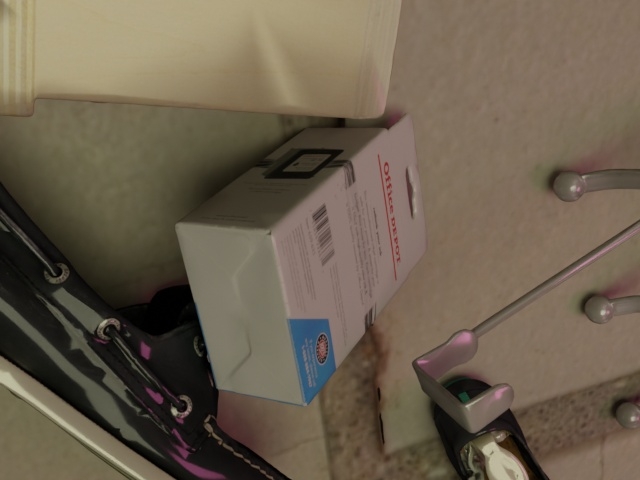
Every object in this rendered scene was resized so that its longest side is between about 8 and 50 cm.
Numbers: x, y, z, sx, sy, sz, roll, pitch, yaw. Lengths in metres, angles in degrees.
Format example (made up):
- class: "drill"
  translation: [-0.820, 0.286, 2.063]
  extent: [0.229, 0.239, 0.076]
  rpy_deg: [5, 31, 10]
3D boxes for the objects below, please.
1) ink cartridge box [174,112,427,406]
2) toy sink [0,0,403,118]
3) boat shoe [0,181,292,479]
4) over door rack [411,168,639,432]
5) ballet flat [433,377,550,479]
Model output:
- class: "ink cartridge box"
  translation: [0.000, 0.000, 0.499]
  extent: [0.060, 0.180, 0.104]
  rpy_deg: [4, 118, 28]
- class: "toy sink"
  translation: [-0.095, -0.134, 0.396]
  extent: [0.234, 0.153, 0.131]
  rpy_deg: [1, 111, -19]
- class: "boat shoe"
  translation: [-0.113, 0.061, 0.488]
  extent: [0.340, 0.127, 0.113]
  rpy_deg: [40, 75, -22]
- class: "over door rack"
  translation: [0.202, 0.083, 0.586]
  extent: [0.324, 0.108, 0.239]
  rpy_deg: [-37, 119, -24]
- class: "ballet flat"
  translation: [0.145, 0.192, 0.649]
  extent: [0.074, 0.074, 0.203]
  rpy_deg: [-32, 117, -3]
